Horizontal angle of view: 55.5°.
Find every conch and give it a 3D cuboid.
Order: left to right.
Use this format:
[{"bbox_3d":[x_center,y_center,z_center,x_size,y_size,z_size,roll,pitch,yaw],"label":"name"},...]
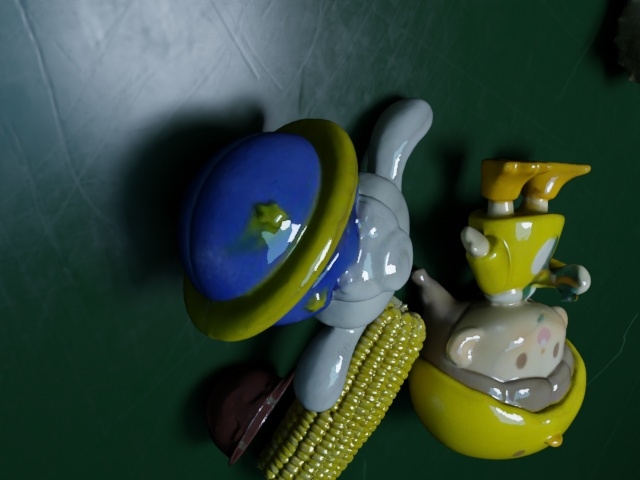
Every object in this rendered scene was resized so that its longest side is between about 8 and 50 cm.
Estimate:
[{"bbox_3d":[0.420,-0.259,0.700,0.207,0.130,0.155,-47,162,-29],"label":"conch"}]

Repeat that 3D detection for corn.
[{"bbox_3d":[0.024,0.170,0.653,0.093,0.093,0.244,27,95,-39],"label":"corn"}]

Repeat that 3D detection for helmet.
[{"bbox_3d":[-0.078,0.158,0.602,0.111,0.057,0.089,-53,166,-27],"label":"helmet"}]

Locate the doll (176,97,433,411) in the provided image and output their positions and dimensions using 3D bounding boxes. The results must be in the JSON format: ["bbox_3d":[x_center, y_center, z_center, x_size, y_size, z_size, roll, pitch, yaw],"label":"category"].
[{"bbox_3d":[0.017,-0.024,0.515,0.243,0.160,0.310,36,73,-28],"label":"doll"}]

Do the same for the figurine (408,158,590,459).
[{"bbox_3d":[0.214,0.079,0.688,0.215,0.187,0.343,1,104,-25],"label":"figurine"}]
